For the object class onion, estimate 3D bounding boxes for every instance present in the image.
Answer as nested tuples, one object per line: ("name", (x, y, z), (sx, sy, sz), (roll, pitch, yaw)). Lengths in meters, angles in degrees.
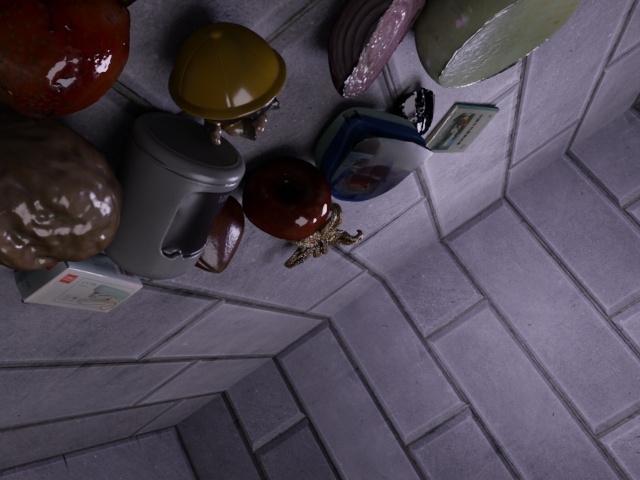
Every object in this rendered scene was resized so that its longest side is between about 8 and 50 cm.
("onion", (0.095, -0.414, 0.919), (0.250, 0.111, 0.247), (-55, 175, 23))

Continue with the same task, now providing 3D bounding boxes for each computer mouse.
("computer mouse", (0.268, -0.346, 1.338), (0.146, 0.078, 0.242), (-30, 158, -12))

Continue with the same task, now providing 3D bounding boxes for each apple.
("apple", (-0.081, -0.102, 1.185), (0.234, 0.234, 0.234), (-28, 159, -12))

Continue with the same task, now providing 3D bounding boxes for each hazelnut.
("hazelnut", (-0.272, -0.020, 1.104), (0.208, 0.208, 0.208), (-28, 159, -12))

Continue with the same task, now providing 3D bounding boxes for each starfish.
("starfish", (0.001, -0.003, 1.676), (0.311, 0.113, 0.303), (-21, 155, -6))

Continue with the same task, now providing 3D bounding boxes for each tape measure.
("tape measure", (0.120, -0.228, 1.242), (0.259, 0.138, 0.262), (4, 144, -37))

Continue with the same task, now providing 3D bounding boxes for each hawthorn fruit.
("hawthorn fruit", (-0.323, -0.264, 0.577), (0.235, 0.181, 0.181), (-43, 161, -11))

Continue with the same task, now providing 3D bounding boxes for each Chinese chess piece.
("Chinese chess piece", (0.374, -0.486, 1.000), (0.349, 0.147, 0.349), (-23, 170, -4))

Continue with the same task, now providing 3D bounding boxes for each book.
("book", (0.490, -0.392, 1.626), (0.282, 0.025, 0.215), (-12, 150, -40))

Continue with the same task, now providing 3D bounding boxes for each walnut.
("walnut", (-0.446, -0.073, 0.707), (0.273, 0.227, 0.273), (-26, 155, -13))

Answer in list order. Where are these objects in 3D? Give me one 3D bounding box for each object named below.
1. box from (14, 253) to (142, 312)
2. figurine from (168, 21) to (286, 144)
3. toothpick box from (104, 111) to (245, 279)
("box", (-0.571, 0.097, 1.110), (0.135, 0.079, 0.269), (-35, 159, 4))
("figurine", (-0.158, -0.265, 0.798), (0.192, 0.167, 0.257), (-34, -177, -9))
("toothpick box", (-0.311, -0.069, 0.894), (0.229, 0.229, 0.316), (-4, 135, -52))
